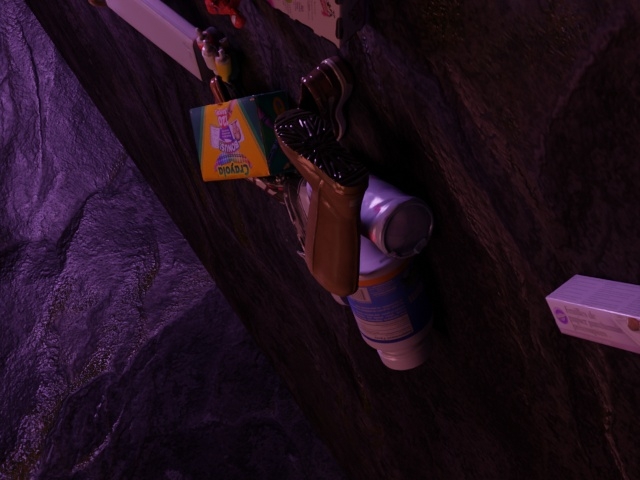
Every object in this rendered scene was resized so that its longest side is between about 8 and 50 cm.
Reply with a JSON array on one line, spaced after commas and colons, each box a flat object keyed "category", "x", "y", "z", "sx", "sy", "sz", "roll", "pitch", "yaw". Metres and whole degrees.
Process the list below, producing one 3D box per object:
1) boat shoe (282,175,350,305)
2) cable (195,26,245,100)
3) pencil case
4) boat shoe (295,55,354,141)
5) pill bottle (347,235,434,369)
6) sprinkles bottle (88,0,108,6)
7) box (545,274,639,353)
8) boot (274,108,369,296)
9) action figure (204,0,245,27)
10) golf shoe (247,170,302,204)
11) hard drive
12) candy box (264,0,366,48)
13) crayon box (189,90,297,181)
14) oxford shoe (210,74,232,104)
[{"category": "boat shoe", "x": -0.003, "y": 0.002, "z": 2.032, "sx": 0.105, "sy": 0.113, "sz": 0.306, "roll": 0, "pitch": 124, "yaw": 41}, {"category": "cable", "x": -0.217, "y": -0.358, "z": 2.097, "sx": 0.139, "sy": 0.072, "sz": 0.287, "roll": 49, "pitch": 162, "yaw": 33}, {"category": "pencil case", "x": 0.087, "y": -0.067, "z": 1.710, "sx": 0.124, "sy": 0.113, "sz": 0.273, "roll": 25, "pitch": -172, "yaw": -42}, {"category": "boat shoe", "x": -0.010, "y": -0.236, "z": 1.698, "sx": 0.095, "sy": 0.095, "sz": 0.257, "roll": 52, "pitch": 163, "yaw": 17}, {"category": "pill bottle", "x": 0.135, "y": 0.119, "z": 1.842, "sx": 0.152, "sy": 0.152, "sz": 0.272, "roll": 35, "pitch": 153, "yaw": 52}, {"category": "sprinkles bottle", "x": -0.644, "y": -0.767, "z": 2.461, "sx": 0.355, "sy": 0.121, "sz": 0.121, "roll": 51, "pitch": 162, "yaw": 19}, {"category": "box", "x": 0.412, "y": 0.101, "z": 1.188, "sx": 0.063, "sy": 0.067, "sz": 0.324, "roll": 62, "pitch": 162, "yaw": -15}, {"category": "boot", "x": -0.007, "y": -0.062, "z": 1.649, "sx": 0.236, "sy": 0.089, "sz": 0.270, "roll": 52, "pitch": 153, "yaw": 34}, {"category": "action figure", "x": -0.211, "y": -0.524, "z": 1.742, "sx": 0.280, "sy": 0.091, "sz": 0.139, "roll": 60, "pitch": 172, "yaw": -10}, {"category": "golf shoe", "x": -0.111, "y": -0.141, "z": 2.152, "sx": 0.273, "sy": 0.105, "sz": 0.120, "roll": 35, "pitch": 159, "yaw": 52}, {"category": "hard drive", "x": -0.386, "y": -0.511, "z": 2.184, "sx": 0.307, "sy": 0.040, "sz": 0.203, "roll": 39, "pitch": 168, "yaw": 10}, {"category": "candy box", "x": -0.039, "y": -0.415, "z": 1.416, "sx": 0.233, "sy": 0.071, "sz": 0.159, "roll": 37, "pitch": 157, "yaw": 18}, {"category": "crayon box", "x": -0.166, "y": -0.218, "z": 2.010, "sx": 0.278, "sy": 0.081, "sz": 0.165, "roll": 0, "pitch": 103, "yaw": 54}, {"category": "oxford shoe", "x": -0.232, "y": -0.294, "z": 2.215, "sx": 0.076, "sy": 0.076, "sz": 0.212, "roll": -90, "pitch": -10, "yaw": -47}]
